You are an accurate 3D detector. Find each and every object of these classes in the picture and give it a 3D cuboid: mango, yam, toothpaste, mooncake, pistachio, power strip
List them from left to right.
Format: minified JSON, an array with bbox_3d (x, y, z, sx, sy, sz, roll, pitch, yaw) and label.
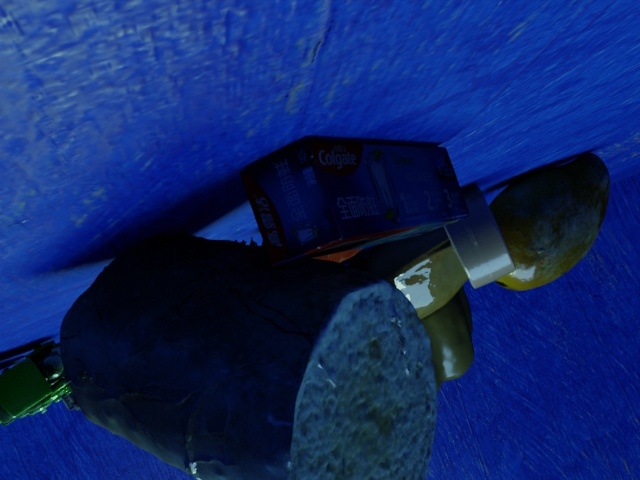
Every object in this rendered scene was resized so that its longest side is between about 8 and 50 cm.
[{"bbox_3d":[-0.063,0.097,0.798,0.271,0.201,0.202,6,179,35],"label":"yam"},{"bbox_3d":[0.045,-0.037,0.811,0.066,0.076,0.320,-21,175,25],"label":"toothpaste"},{"bbox_3d":[0.137,0.189,2.007,0.378,0.201,0.378,-20,-156,9],"label":"mooncake"},{"bbox_3d":[0.193,0.043,1.770,0.260,0.163,0.212,-41,173,20],"label":"pistachio"},{"bbox_3d":[0.242,-0.004,1.502,0.078,0.154,0.154,-25,174,8],"label":"power strip"},{"bbox_3d":[0.403,-0.037,1.707,0.316,0.193,0.146,-39,-154,-23],"label":"mango"}]

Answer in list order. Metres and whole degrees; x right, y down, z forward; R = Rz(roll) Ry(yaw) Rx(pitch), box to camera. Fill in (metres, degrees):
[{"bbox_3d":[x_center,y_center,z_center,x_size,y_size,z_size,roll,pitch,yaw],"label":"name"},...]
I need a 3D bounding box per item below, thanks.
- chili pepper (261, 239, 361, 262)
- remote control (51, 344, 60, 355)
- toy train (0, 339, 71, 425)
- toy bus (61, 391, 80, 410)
[{"bbox_3d":[0.000,0.000,1.085,0.272,0.071,0.063,-23,138,-50],"label":"chili pepper"},{"bbox_3d":[-0.292,0.136,1.389,0.233,0.038,0.098,-23,174,16],"label":"remote control"},{"bbox_3d":[-0.416,0.210,1.305,0.119,0.085,0.251,-35,-179,-37],"label":"toy train"},{"bbox_3d":[-0.387,0.229,1.684,0.106,0.092,0.268,-30,180,-37],"label":"toy bus"}]
